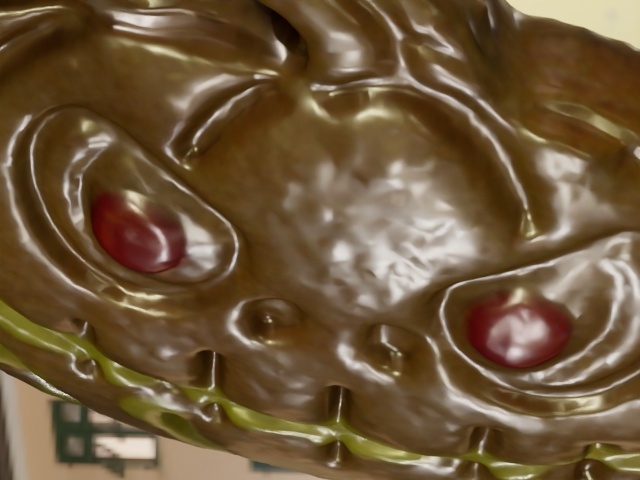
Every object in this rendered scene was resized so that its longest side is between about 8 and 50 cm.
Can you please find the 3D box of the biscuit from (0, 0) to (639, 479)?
[{"bbox_3d":[-0.002,0.007,0.566,0.350,0.394,0.070,85,-163,-56],"label":"biscuit"}]
